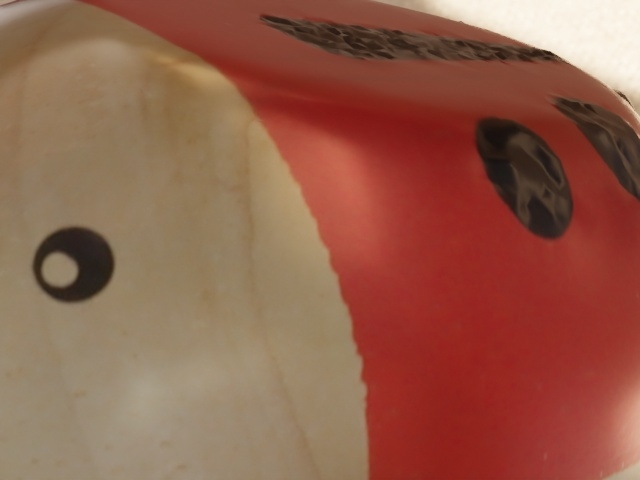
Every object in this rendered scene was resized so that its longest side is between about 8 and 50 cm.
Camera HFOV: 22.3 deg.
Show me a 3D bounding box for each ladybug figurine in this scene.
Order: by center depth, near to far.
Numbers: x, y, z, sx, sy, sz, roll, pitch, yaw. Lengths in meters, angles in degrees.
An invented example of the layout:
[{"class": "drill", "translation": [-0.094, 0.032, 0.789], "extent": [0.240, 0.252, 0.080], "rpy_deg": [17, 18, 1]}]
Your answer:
[{"class": "ladybug figurine", "translation": [0.000, 0.000, 0.607], "extent": [0.305, 0.449, 0.162], "rpy_deg": [28, 109, 28]}]
